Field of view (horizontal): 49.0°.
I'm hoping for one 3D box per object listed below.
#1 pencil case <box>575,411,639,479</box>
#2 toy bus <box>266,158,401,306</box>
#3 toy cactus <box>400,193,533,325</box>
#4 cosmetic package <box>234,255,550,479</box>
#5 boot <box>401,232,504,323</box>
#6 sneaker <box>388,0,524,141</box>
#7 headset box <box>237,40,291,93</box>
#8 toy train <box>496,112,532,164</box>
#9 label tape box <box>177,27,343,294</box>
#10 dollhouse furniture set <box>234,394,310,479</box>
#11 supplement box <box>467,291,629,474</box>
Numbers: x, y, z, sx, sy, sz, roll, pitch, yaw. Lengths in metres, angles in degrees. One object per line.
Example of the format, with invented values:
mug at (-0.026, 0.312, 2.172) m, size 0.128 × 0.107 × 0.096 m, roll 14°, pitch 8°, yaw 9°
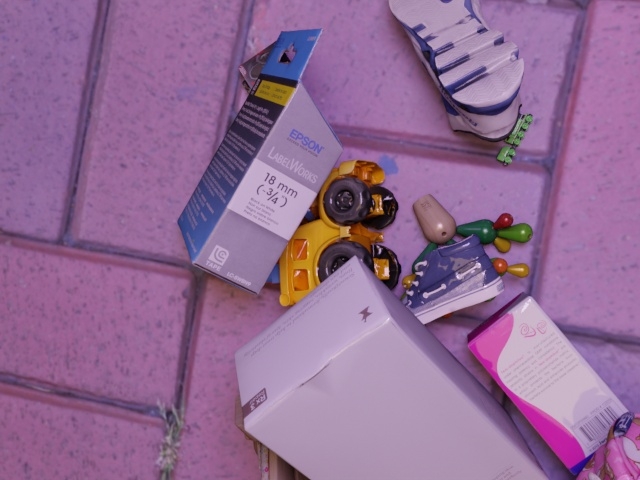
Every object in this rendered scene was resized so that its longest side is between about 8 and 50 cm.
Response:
pencil case at (0.333, 0.392, 0.883) m, size 0.167 × 0.160 × 0.386 m, roll 24°, pitch 120°, yaw -5°
toy bus at (0.000, 0.000, 1.038) m, size 0.212 × 0.149 × 0.220 m, roll -2°, pitch 86°, yaw 27°
toy cactus at (0.190, 0.015, 1.019) m, size 0.219 × 0.112 × 0.180 m, roll -37°, pitch 73°, yaw 17°
cosmetic package at (0.095, 0.230, 0.902) m, size 0.217 × 0.156 × 0.385 m, roll -38°, pitch 117°, yaw 9°
boot at (0.146, 0.061, 0.954) m, size 0.190 × 0.069 × 0.086 m, roll -25°, pitch 90°, yaw 22°
sneaker at (0.198, -0.253, 1.004) m, size 0.128 × 0.182 × 0.315 m, roll -22°, pitch 56°, yaw 8°
headset box at (-0.084, -0.262, 1.101) m, size 0.083 × 0.032 × 0.062 m, roll -32°, pitch 84°, yaw 7°
toy train at (0.287, -0.151, 1.037) m, size 0.024 × 0.017 × 0.083 m, roll 28°, pitch 94°, yaw 21°
label tape box at (-0.069, -0.120, 0.981) m, size 0.106 × 0.240 × 0.333 m, roll 28°, pitch 96°, yaw -22°
dollhouse furniture set at (-0.080, 0.434, 0.922) m, size 0.174 × 0.355 × 0.303 m, roll -19°, pitch 42°, yaw 13°
supplement box at (0.316, 0.191, 0.977) m, size 0.111 × 0.114 × 0.220 m, roll -39°, pitch 84°, yaw 9°
